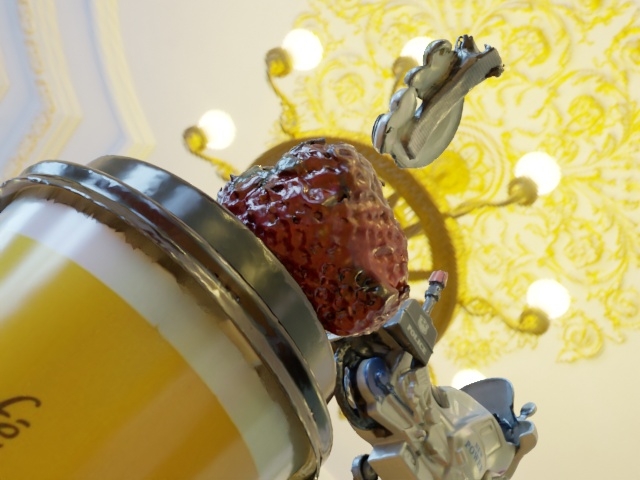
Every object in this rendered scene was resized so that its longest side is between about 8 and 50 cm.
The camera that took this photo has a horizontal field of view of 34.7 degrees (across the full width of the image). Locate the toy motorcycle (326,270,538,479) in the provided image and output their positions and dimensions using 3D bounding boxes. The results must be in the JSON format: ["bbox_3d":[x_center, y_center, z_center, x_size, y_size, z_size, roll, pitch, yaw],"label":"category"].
[{"bbox_3d":[0.081,0.126,0.760,0.102,0.150,0.221,-18,-63,38],"label":"toy motorcycle"}]

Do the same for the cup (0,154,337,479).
[{"bbox_3d":[-0.133,0.102,0.425,0.196,0.280,0.196,31,-33,23],"label":"cup"}]

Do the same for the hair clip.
[{"bbox_3d":[0.116,-0.133,1.034,0.049,0.172,0.116,28,-17,40],"label":"hair clip"}]

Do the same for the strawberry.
[{"bbox_3d":[0.000,0.000,0.474,0.083,0.083,0.096,-46,-112,38],"label":"strawberry"}]
